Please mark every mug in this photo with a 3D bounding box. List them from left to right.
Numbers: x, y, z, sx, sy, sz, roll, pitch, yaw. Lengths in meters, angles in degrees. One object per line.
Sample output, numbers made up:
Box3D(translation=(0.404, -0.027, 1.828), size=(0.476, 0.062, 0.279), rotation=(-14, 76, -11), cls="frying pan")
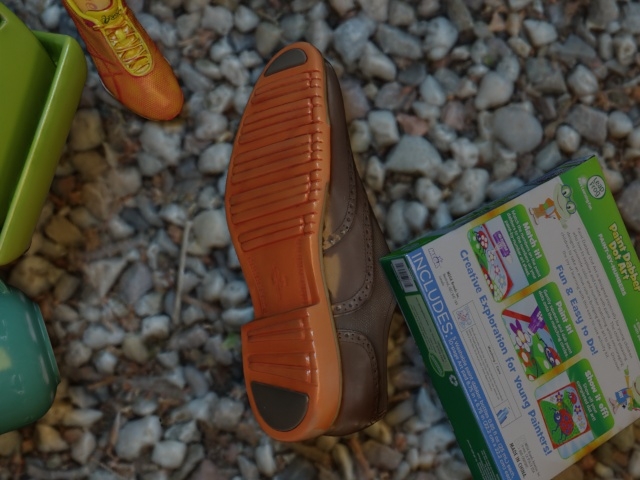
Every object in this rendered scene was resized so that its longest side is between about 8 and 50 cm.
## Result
Box3D(translation=(-0.283, 0.094, 1.051), size=(0.097, 0.158, 0.129), rotation=(-16, 55, -15), cls="mug")

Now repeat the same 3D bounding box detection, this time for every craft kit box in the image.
Box3D(translation=(0.207, 0.078, 1.146), size=(0.246, 0.061, 0.250), rotation=(-25, 95, -26), cls="craft kit box")

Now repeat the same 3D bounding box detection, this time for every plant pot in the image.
Box3D(translation=(-0.331, -0.104, 0.992), size=(0.207, 0.227, 0.228), rotation=(21, 87, -38), cls="plant pot")

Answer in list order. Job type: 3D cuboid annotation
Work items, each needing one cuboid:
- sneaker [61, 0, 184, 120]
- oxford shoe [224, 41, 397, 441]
Box3D(translation=(-0.187, -0.181, 1.105), size=(0.064, 0.067, 0.175), rotation=(-38, 98, -9), cls="sneaker")
Box3D(translation=(0.000, 0.000, 1.134), size=(0.132, 0.130, 0.364), rotation=(4, 83, -42), cls="oxford shoe")
